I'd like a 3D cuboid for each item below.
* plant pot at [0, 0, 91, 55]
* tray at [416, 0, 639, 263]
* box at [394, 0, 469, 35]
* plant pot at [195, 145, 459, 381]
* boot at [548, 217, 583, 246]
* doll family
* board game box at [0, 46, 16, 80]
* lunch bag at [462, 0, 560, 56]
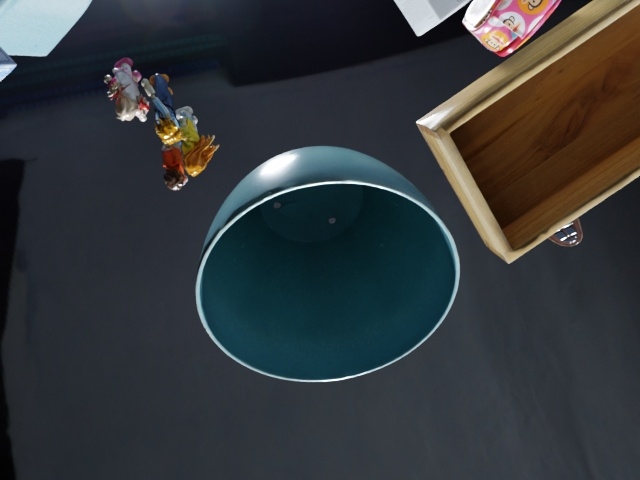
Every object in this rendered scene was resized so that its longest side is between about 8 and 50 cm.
[{"bbox_3d":[-0.534,-0.499,1.156,0.247,0.252,0.248,57,-160,-5],"label":"plant pot"},{"bbox_3d":[0.342,-0.174,0.812,0.202,0.411,0.076,55,-178,-23],"label":"tray"},{"bbox_3d":[0.181,-0.388,1.025,0.087,0.101,0.102,54,173,-11],"label":"box"},{"bbox_3d":[0.000,0.000,0.805,0.195,0.291,0.290,-100,2,-52],"label":"plant pot"},{"bbox_3d":[0.355,-0.097,1.070,0.219,0.106,0.082,51,131,-5],"label":"boot"},{"bbox_3d":[-0.258,-0.202,1.151,0.263,0.119,0.163,62,-172,-47],"label":"doll family"},{"bbox_3d":[-0.407,-0.197,0.638,0.194,0.060,0.194,42,-147,-33],"label":"board game box"},{"bbox_3d":[0.440,-0.561,1.456,0.120,0.293,0.258,34,-157,-16],"label":"lunch bag"}]
